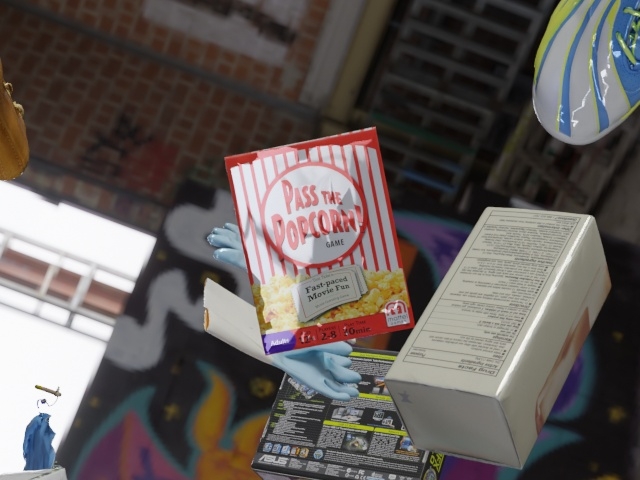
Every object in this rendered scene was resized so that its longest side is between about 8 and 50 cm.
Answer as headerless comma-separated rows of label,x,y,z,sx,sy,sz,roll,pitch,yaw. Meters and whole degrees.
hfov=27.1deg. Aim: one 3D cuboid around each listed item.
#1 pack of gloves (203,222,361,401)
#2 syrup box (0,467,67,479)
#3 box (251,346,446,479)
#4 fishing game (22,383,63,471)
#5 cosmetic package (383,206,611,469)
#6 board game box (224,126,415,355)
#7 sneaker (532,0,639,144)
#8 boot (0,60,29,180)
pack of gloves,-0.031,0.074,1.535,0.046,0.232,0.195,-40,34,29
syrup box,-0.380,0.326,1.466,0.237,0.093,0.096,-14,-86,-63
box,0.057,0.262,1.911,0.060,0.270,0.216,55,-133,-47
fishing game,-0.405,0.343,1.940,0.189,0.041,0.264,168,107,-64
cosmetic package,0.215,0.107,1.558,0.296,0.153,0.129,-54,-44,-34
board game box,0.000,0.000,1.263,0.045,0.147,0.193,-64,-38,-84
sneaker,0.221,-0.177,0.887,0.240,0.091,0.126,-60,-6,-1
boot,-0.346,-0.188,1.133,0.104,0.295,0.211,-28,-41,-13
